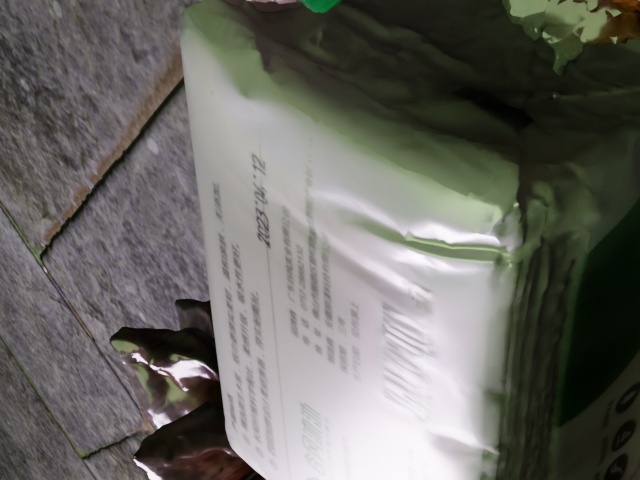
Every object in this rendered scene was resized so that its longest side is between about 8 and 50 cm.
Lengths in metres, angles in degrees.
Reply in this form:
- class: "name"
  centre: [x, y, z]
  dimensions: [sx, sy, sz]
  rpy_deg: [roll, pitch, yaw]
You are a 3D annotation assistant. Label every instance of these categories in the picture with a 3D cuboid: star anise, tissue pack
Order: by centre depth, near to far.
- class: "tissue pack"
  centre: [0.067, 0.025, 0.735]
  dimensions: [0.266, 0.194, 0.357]
  rpy_deg: [33, 142, 35]
- class: "star anise"
  centre: [-0.037, 0.171, 0.997]
  dimensions: [0.117, 0.331, 0.332]
  rpy_deg: [-42, 81, 18]

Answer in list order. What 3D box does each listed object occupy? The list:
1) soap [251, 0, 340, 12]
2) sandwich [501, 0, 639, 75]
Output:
- class: "soap"
  centre: [-0.047, -0.254, 0.557]
  dimensions: [0.218, 0.098, 0.273]
  rpy_deg: [47, -157, -41]
- class: "sandwich"
  centre: [0.094, -0.175, 0.543]
  dimensions: [0.109, 0.160, 0.185]
  rpy_deg: [-23, 105, 42]
